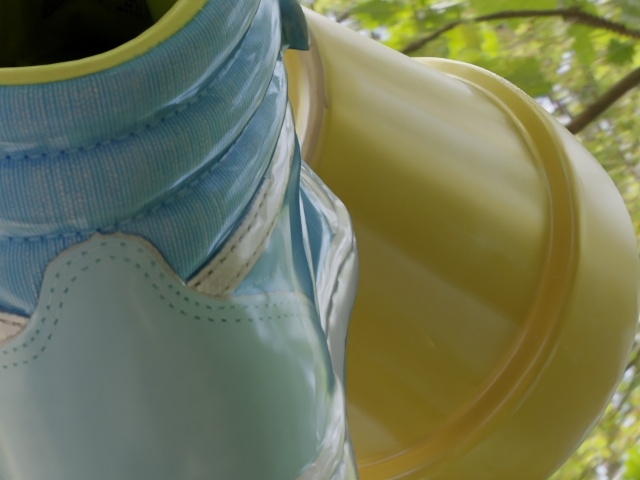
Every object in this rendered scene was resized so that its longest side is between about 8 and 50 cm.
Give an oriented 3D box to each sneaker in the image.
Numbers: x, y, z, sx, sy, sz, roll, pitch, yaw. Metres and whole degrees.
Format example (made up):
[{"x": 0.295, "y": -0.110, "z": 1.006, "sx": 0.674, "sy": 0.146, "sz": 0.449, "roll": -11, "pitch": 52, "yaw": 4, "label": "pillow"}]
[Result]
[{"x": -0.056, "y": -0.047, "z": 0.501, "sx": 0.127, "sy": 0.319, "sz": 0.208, "roll": -12, "pitch": -66, "yaw": -4, "label": "sneaker"}]

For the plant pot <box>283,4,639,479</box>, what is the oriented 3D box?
[{"x": 0.000, "y": 0.000, "z": 0.847, "sx": 0.254, "sy": 0.239, "sz": 0.254, "roll": -16, "pitch": -120, "yaw": 30, "label": "plant pot"}]
